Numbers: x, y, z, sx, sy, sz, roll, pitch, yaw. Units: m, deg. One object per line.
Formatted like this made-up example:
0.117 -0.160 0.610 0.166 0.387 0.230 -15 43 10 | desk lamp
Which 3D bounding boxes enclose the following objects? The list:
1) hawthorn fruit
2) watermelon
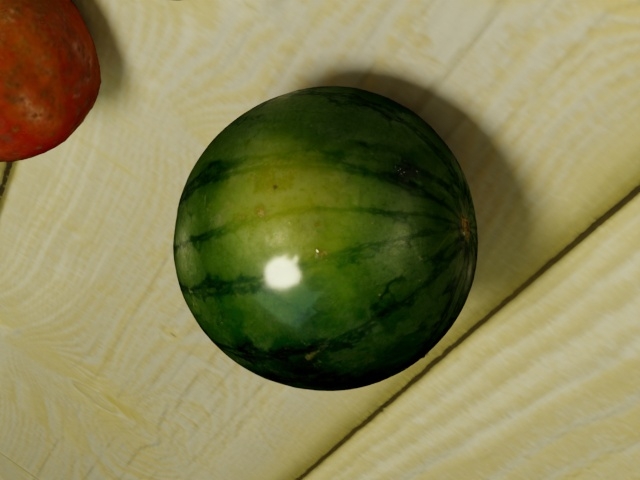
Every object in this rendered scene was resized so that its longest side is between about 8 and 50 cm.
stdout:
-0.285 -0.157 1.184 0.189 0.189 0.189 23 146 17 | hawthorn fruit
0.004 -0.001 1.064 0.242 0.242 0.242 23 146 17 | watermelon
